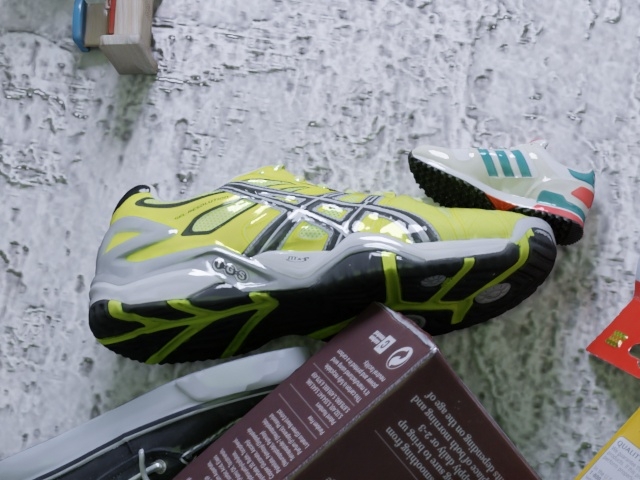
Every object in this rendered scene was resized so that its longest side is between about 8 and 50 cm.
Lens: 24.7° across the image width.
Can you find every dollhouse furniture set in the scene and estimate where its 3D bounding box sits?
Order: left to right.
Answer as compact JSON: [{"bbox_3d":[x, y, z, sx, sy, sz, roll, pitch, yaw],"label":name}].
[{"bbox_3d":[-0.216,-0.255,1.292,0.129,0.129,0.184,-1,76,7],"label":"dollhouse furniture set"}]

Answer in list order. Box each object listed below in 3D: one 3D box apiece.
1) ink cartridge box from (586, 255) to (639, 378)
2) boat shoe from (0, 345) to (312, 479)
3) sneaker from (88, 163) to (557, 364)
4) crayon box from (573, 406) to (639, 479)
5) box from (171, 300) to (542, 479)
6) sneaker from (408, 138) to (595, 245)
[{"bbox_3d":[0.296,0.030,1.152,0.179,0.145,0.045,-45,116,-7],"label":"ink cartridge box"},{"bbox_3d":[-0.134,0.181,1.181,0.306,0.113,0.105,-24,80,4],"label":"boat shoe"},{"bbox_3d":[0.000,0.000,1.197,0.384,0.145,0.147,-4,61,-1],"label":"sneaker"},{"bbox_3d":[0.330,0.189,1.097,0.323,0.083,0.203,-47,51,-5],"label":"crayon box"},{"bbox_3d":[-0.024,0.249,1.098,0.381,0.143,0.191,-41,112,-6],"label":"box"},{"bbox_3d":[0.157,-0.056,1.239,0.161,0.057,0.075,21,63,13],"label":"sneaker"}]
